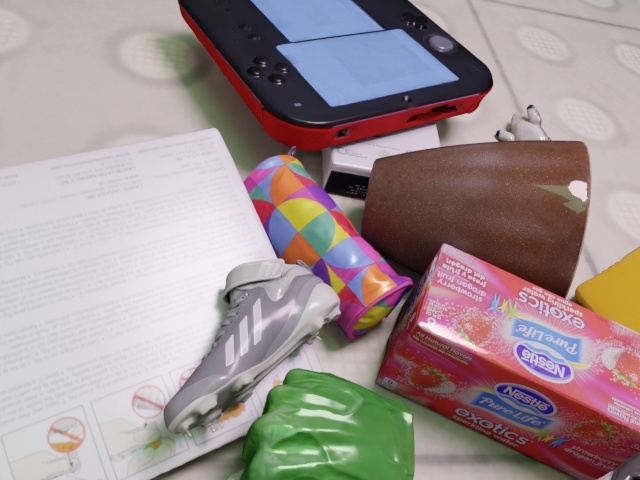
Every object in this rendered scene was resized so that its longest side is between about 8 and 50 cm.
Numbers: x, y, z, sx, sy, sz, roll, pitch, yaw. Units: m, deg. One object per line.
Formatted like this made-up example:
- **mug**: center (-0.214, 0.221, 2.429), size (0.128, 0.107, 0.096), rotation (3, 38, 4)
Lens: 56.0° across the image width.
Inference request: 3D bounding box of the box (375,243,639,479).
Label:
- **box**: center (0.207, 0.130, 0.635), size (0.257, 0.128, 0.122), rotation (25, 48, 3)

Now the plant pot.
- **plant pot**: center (0.172, -0.030, 0.727), size (0.231, 0.215, 0.215), rotation (10, 48, 9)

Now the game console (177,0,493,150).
- **game console**: center (0.031, -0.285, 0.887), size (0.387, 0.060, 0.342), rotation (-18, 60, -30)

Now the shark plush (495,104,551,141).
- **shark plush**: center (0.364, -0.154, 0.975), size (0.067, 0.073, 0.161), rotation (8, 36, -53)

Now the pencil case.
- **pencil case**: center (0.000, 0.000, 0.697), size (0.104, 0.104, 0.236), rotation (-24, 63, -32)

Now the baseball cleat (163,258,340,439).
- **baseball cleat**: center (-0.077, 0.089, 0.562), size (0.109, 0.072, 0.206), rotation (44, 51, 17)

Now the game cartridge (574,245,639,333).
- **game cartridge**: center (0.529, 0.085, 0.712), size (0.324, 0.053, 0.285), rotation (-35, 61, 8)

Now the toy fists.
- **toy fists**: center (-0.010, 0.241, 0.491), size (0.142, 0.096, 0.279), rotation (21, 54, -15)

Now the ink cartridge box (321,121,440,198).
- **ink cartridge box**: center (0.085, -0.197, 0.911), size (0.166, 0.065, 0.332), rotation (9, 51, -10)

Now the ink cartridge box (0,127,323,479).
- **ink cartridge box**: center (-0.180, 0.090, 0.598), size (0.308, 0.091, 0.384), rotation (-17, 75, -30)

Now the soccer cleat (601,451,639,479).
- **soccer cleat**: center (0.217, 0.262, 0.508), size (0.318, 0.116, 0.108), rotation (-25, 87, -23)
